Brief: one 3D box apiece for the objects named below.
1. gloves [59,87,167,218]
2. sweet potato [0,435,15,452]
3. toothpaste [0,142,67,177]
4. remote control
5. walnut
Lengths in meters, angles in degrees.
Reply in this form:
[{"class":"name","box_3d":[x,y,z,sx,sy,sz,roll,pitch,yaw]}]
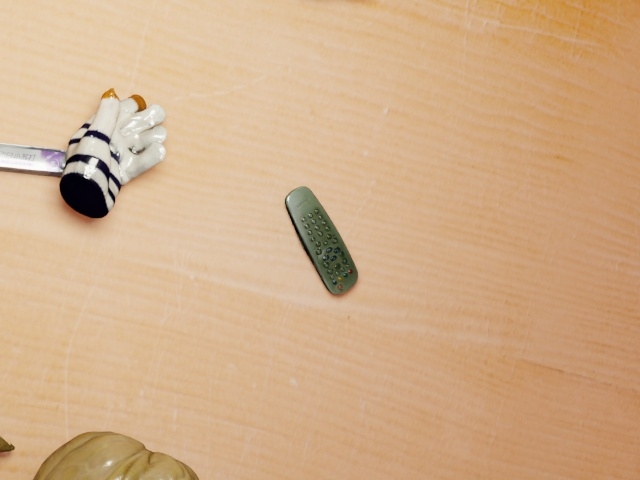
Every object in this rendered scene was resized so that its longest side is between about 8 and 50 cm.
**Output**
[{"class":"gloves","box_3d":[-0.347,-0.152,1.593,0.140,0.131,0.218,42,42,-29]},{"class":"sweet potato","box_3d":[-0.620,0.310,1.528,0.270,0.075,0.074,11,90,-21]},{"class":"toothpaste","box_3d":[-0.511,-0.134,1.555,0.196,0.040,0.047,5,90,-24]},{"class":"remote control","box_3d":[0.000,0.000,1.794,0.072,0.042,0.222,-34,108,-18]},{"class":"walnut","box_3d":[-0.337,0.453,1.559,0.296,0.285,0.285,26,82,17]}]
